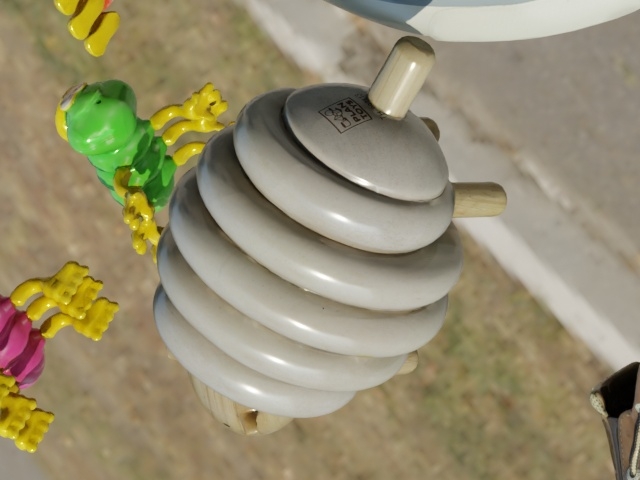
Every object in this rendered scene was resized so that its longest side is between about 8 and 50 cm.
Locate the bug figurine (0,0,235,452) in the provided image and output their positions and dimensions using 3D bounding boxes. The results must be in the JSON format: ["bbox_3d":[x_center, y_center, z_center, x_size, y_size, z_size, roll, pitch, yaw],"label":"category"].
[{"bbox_3d":[-0.147,-0.036,0.904,0.072,0.279,0.216,12,148,35],"label":"bug figurine"}]

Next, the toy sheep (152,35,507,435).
[{"bbox_3d":[0.000,0.000,0.536,0.091,0.091,0.132,42,120,35],"label":"toy sheep"}]

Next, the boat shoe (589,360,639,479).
[{"bbox_3d":[0.186,0.096,1.002,0.095,0.095,0.257,29,121,27],"label":"boat shoe"}]

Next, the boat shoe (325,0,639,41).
[{"bbox_3d":[0.001,-0.115,0.543,0.227,0.079,0.081,14,160,31],"label":"boat shoe"}]
